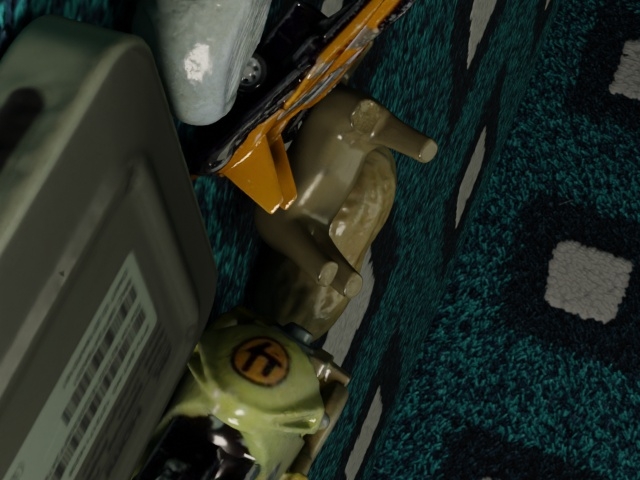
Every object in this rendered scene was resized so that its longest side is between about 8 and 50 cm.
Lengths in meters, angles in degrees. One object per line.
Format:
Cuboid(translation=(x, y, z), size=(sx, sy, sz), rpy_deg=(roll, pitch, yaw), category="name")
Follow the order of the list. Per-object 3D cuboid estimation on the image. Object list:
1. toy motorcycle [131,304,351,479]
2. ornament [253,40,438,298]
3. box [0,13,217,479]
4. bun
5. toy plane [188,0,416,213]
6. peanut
Cuboid(translation=(-0.086, 0.177, 1.078), size=(0.237, 0.168, 0.410), rpy_deg=(-58, 177, 2), category="toy motorcycle")
Cuboid(translation=(0.012, -0.092, 1.133), size=(0.061, 0.245, 0.230), rpy_deg=(25, 98, -35), category="ornament")
Cuboid(translation=(-0.181, 0.098, 0.756), size=(0.373, 0.090, 0.367), rpy_deg=(81, 31, -62), category="box")
Cuboid(translation=(-0.083, -0.153, 0.821), size=(0.141, 0.083, 0.141), rpy_deg=(21, 90, -87), category="bun")
Cuboid(translation=(0.005, -0.176, 1.024), size=(0.316, 0.103, 0.204), rpy_deg=(-57, 172, 12), category="toy plane")
Cuboid(translation=(0.000, 0.000, 1.308), size=(0.257, 0.123, 0.123), rpy_deg=(-67, 167, 0), category="peanut")
